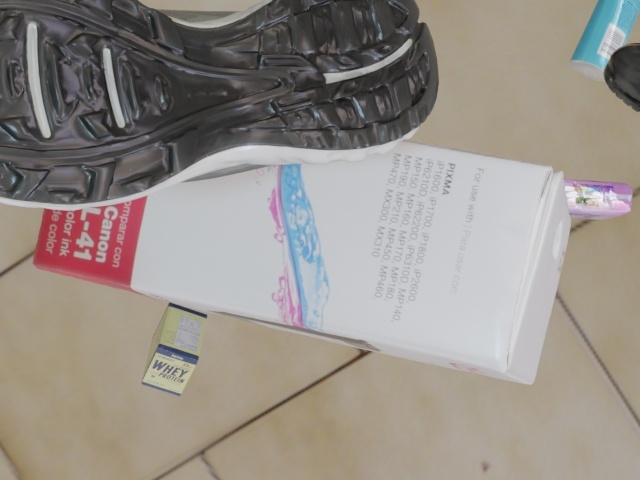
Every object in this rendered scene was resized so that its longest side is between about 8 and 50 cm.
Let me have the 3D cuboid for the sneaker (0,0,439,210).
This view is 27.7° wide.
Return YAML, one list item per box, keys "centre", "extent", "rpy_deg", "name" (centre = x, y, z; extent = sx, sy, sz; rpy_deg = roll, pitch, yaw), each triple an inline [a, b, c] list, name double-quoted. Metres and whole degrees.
- centre: [-0.080, -0.062, 0.582]
  extent: [0.272, 0.108, 0.100]
  rpy_deg: [-5, 86, -32]
  name: "sneaker"

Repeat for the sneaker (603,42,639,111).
- centre: [0.398, -0.137, 1.043]
  extent: [0.331, 0.122, 0.146]
  rpy_deg: [18, 121, 22]
  name: "sneaker"

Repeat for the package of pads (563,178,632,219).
- centre: [0.227, -0.036, 1.144]
  extent: [0.083, 0.050, 0.032]
  rpy_deg: [2, 81, -16]
  name: "package of pads"

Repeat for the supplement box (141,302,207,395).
- centre: [-0.194, 0.145, 1.723]
  extent: [0.056, 0.083, 0.083]
  rpy_deg: [19, 133, -11]
  name: "supplement box"

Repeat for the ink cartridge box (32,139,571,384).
- centre: [0.000, 0.000, 0.866]
  extent: [0.306, 0.226, 0.131]
  rpy_deg: [13, 86, 15]
  name: "ink cartridge box"

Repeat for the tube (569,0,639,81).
- centre: [0.362, -0.292, 1.547]
  extent: [0.052, 0.080, 0.207]
  rpy_deg: [21, 81, 35]
  name: "tube"
